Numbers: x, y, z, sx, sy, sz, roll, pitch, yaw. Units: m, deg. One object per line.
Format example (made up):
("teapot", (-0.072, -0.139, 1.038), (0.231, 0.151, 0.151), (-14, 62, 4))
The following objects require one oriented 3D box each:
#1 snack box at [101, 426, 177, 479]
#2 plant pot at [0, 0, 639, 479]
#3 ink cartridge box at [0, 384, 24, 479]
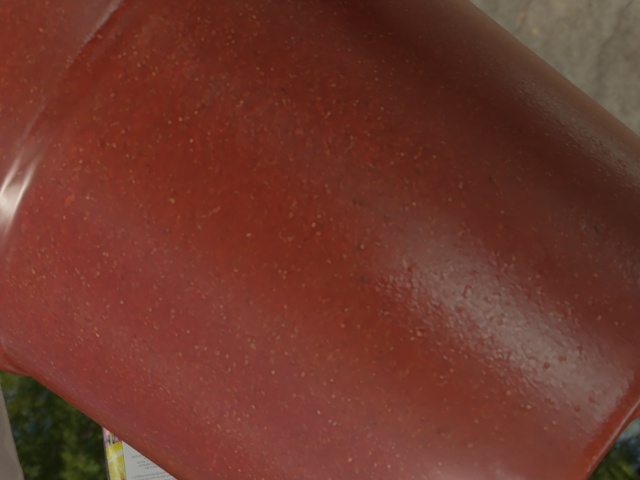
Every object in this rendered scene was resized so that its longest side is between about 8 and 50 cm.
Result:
("snack box", (-0.112, 0.158, 0.722), (0.070, 0.207, 0.174), (-7, -156, -10))
("plant pot", (0.000, 0.000, 0.424), (0.265, 0.272, 0.272), (37, -168, 15))
("ink cartridge box", (-0.310, 0.121, 0.682), (0.114, 0.273, 0.198), (-7, -109, -38))
